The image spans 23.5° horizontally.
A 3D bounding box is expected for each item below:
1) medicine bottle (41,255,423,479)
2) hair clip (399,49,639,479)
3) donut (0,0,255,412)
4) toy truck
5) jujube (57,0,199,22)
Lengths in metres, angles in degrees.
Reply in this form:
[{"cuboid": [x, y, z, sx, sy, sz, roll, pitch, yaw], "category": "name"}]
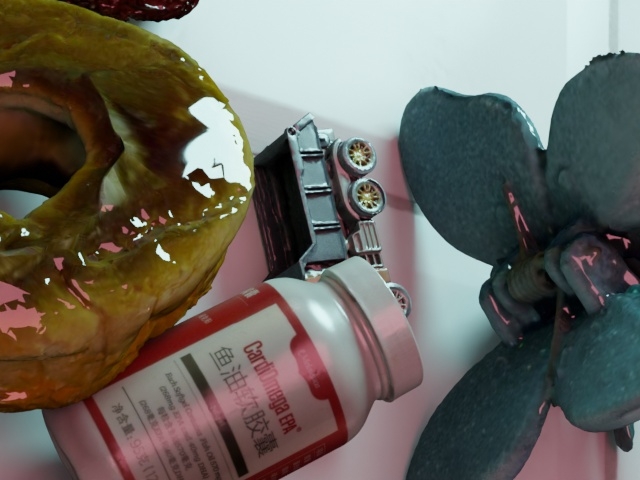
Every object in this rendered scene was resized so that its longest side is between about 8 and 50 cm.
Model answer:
[{"cuboid": [-0.060, 0.111, 1.080, 0.250, 0.131, 0.131, -26, 87, -13], "category": "medicine bottle"}, {"cuboid": [0.240, 0.041, 1.214, 0.238, 0.318, 0.392, 13, 65, -29], "category": "hair clip"}, {"cuboid": [-0.213, -0.022, 1.035, 0.330, 0.160, 0.330, 8, 44, -8], "category": "donut"}, {"cuboid": [0.000, 0.000, 1.223, 0.092, 0.083, 0.192, -5, 74, -31], "category": "toy truck"}, {"cuboid": [-0.167, -0.215, 1.193, 0.165, 0.104, 0.104, 19, 65, -25], "category": "jujube"}]
